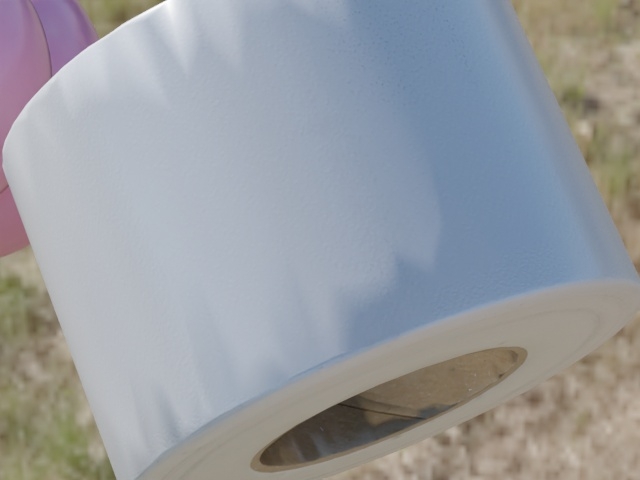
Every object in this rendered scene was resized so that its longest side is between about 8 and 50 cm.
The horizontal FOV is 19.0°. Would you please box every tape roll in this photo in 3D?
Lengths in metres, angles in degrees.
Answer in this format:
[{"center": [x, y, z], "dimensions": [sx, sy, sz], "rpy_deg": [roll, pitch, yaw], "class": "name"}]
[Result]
[{"center": [0.000, 0.000, 0.850], "dimensions": [0.246, 0.246, 0.169], "rpy_deg": [-15, 72, -23], "class": "tape roll"}]

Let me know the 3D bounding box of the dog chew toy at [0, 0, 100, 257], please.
[{"center": [-0.240, -0.090, 1.113], "dimensions": [0.207, 0.206, 0.332], "rpy_deg": [3, -2, 6], "class": "dog chew toy"}]
